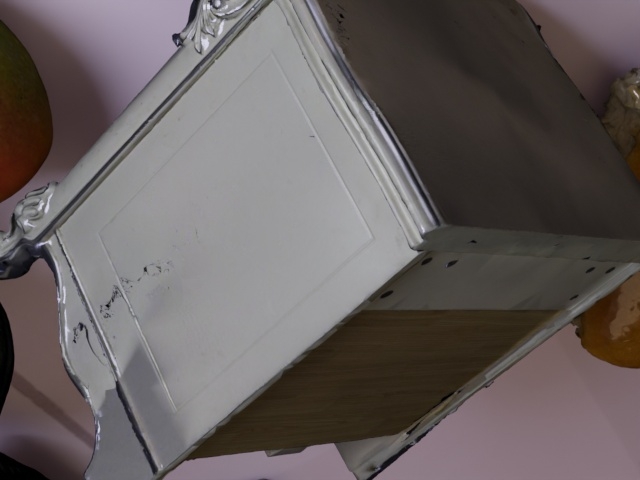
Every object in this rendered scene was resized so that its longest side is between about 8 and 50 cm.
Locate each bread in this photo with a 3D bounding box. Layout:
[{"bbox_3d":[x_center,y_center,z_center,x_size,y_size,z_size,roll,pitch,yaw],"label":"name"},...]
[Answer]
[{"bbox_3d":[0.280,-0.019,1.109,0.174,0.121,0.245,5,110,-20],"label":"bread"}]

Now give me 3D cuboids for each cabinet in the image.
[{"bbox_3d":[0.000,0.000,0.927,0.290,0.227,0.318,2,142,-50],"label":"cabinet"}]

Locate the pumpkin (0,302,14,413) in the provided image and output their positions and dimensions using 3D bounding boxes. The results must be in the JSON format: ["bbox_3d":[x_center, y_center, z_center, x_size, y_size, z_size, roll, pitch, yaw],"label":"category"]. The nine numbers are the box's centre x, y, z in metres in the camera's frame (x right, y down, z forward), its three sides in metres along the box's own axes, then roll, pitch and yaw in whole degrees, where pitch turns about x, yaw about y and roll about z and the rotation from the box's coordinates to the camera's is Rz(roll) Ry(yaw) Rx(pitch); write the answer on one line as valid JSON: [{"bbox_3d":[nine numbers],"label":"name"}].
[{"bbox_3d":[-0.318,0.050,0.932,0.250,0.250,0.216,40,74,-44],"label":"pumpkin"}]

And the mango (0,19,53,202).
[{"bbox_3d":[-0.287,-0.110,0.844,0.289,0.129,0.146,29,123,-31],"label":"mango"}]

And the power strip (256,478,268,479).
[{"bbox_3d":[-0.151,0.340,1.348,0.288,0.053,0.093,-30,142,-17],"label":"power strip"}]

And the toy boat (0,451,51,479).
[{"bbox_3d":[-0.280,0.269,1.275,0.134,0.092,0.299,-48,146,-13],"label":"toy boat"}]
